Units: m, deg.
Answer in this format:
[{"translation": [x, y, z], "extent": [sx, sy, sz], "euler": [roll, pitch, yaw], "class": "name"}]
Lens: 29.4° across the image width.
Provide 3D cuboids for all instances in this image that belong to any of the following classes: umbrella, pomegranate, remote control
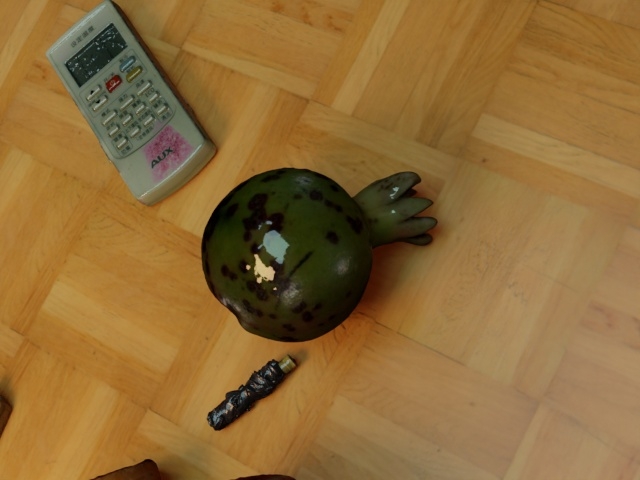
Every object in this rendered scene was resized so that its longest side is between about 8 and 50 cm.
[{"translation": [-0.093, 0.204, 1.654], "extent": [0.144, 0.040, 0.037], "euler": [-40, 54, 5], "class": "umbrella"}, {"translation": [-0.002, 0.004, 1.571], "extent": [0.305, 0.242, 0.242], "euler": [-21, 66, 10], "class": "pomegranate"}, {"translation": [-0.293, -0.213, 1.866], "extent": [0.145, 0.050, 0.344], "euler": [-40, 62, 7], "class": "remote control"}]

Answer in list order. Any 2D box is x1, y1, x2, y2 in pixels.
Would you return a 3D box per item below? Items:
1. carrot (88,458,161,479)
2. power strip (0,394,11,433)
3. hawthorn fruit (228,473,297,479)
[{"translation": [-0.244, 0.412, 1.607], "extent": [0.159, 0.159, 0.225], "euler": [-33, 77, 10], "class": "carrot"}, {"translation": [-0.538, 0.355, 1.791], "extent": [0.064, 0.044, 0.305], "euler": [19, 80, 26], "class": "power strip"}, {"translation": [-0.088, 0.411, 1.463], "extent": [0.275, 0.299, 0.276], "euler": [16, 118, 31], "class": "hawthorn fruit"}]
